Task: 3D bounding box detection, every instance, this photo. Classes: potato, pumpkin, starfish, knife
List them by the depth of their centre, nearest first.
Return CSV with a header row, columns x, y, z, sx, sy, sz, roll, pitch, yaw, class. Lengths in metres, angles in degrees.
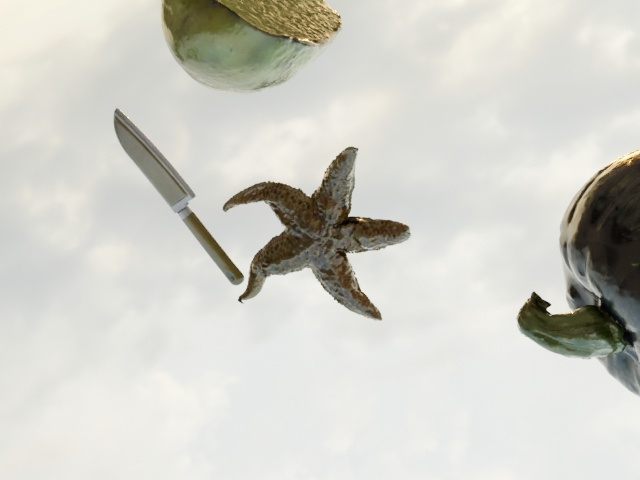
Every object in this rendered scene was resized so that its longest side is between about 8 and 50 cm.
x,y,z,sx,sy,sz,roll,pitch,yaw,class
-0.079,-0.202,1.074,0.111,0.160,0.271,-52,-174,21,potato
0.343,0.060,1.121,0.296,0.296,0.296,-17,-150,10,pumpkin
0.000,0.000,1.328,0.277,0.236,0.062,-52,177,31,starfish
-0.166,-0.052,1.331,0.046,0.256,0.022,-27,-165,46,knife
